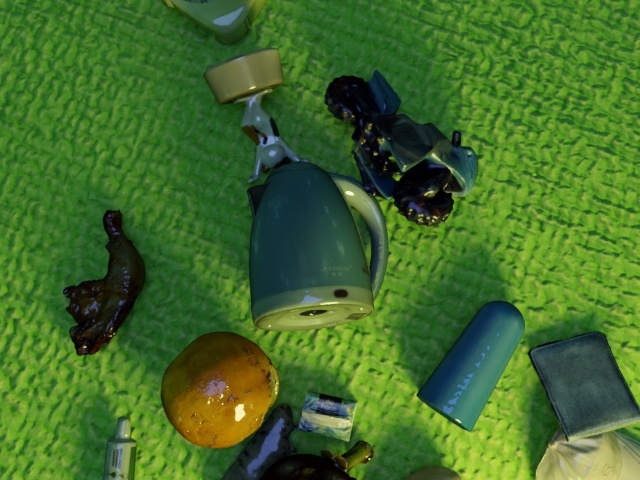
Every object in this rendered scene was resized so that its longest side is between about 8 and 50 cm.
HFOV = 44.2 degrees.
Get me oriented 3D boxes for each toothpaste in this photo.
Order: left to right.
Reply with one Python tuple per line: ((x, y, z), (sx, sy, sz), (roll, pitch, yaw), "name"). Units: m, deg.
((-0.429, 0.569, 1.654), (0.098, 0.061, 0.392), (4, 84, 3), "toothpaste")

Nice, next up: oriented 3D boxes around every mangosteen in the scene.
((-0.002, 0.509, 1.582), (0.231, 0.231, 0.289), (35, 47, 8), "mangosteen")

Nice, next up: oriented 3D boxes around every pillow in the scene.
((-0.121, 0.460, 1.657), (0.093, 0.051, 0.241), (37, 83, 13), "pillow")

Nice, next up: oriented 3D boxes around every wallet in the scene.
((0.538, 0.293, 1.609), (0.167, 0.036, 0.222), (-16, 51, 0), "wallet")

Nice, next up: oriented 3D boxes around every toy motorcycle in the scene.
((0.184, -0.208, 1.697), (0.232, 0.172, 0.416), (-19, 61, -28), "toy motorcycle")

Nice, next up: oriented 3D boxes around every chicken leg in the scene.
((-0.470, 0.096, 1.727), (0.177, 0.083, 0.323), (24, 85, 21), "chicken leg")

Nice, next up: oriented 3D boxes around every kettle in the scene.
((0.000, 0.000, 1.659), (0.319, 0.247, 0.342), (3, 69, -27), "kettle")

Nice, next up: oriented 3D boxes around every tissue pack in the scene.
((0.016, 0.368, 1.651), (0.111, 0.079, 0.085), (12, 83, 5), "tissue pack")

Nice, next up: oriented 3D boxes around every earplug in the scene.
((0.326, 0.246, 1.636), (0.132, 0.132, 0.273), (33, 80, 8), "earplug")

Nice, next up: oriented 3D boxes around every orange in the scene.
((-0.204, 0.303, 1.597), (0.240, 0.240, 0.240), (0, 81, 3), "orange")

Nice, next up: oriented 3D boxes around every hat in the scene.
((0.566, 0.473, 1.579), (0.226, 0.164, 0.219), (27, 84, 28), "hat")

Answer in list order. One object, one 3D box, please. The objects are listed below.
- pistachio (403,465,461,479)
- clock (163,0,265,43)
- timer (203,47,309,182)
((0.206, 0.556, 1.592), (0.223, 0.126, 0.152), (-51, 48, -1), "pistachio")
((-0.270, -0.617, 1.819), (0.308, 0.096, 0.235), (29, 85, 7), "clock")
((-0.135, -0.271, 1.745), (0.175, 0.175, 0.266), (-18, 96, 0), "timer")
